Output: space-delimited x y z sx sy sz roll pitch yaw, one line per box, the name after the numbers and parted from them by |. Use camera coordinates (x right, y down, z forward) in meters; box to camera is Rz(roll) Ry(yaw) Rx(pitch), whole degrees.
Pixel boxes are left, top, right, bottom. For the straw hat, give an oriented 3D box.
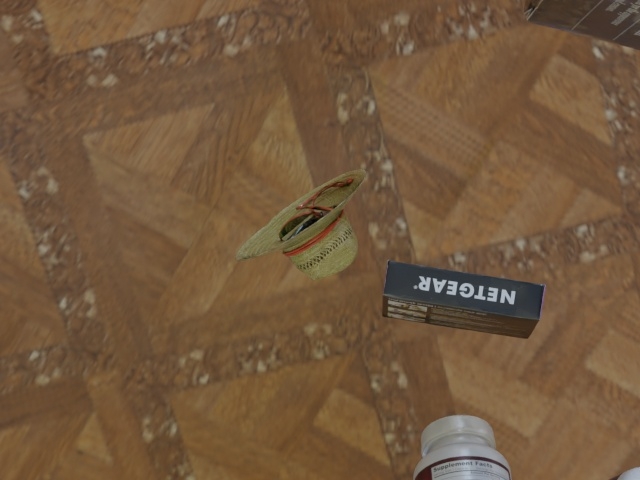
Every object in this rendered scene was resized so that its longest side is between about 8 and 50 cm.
0.000 0.000 1.200 0.144 0.144 0.061 -30 103 13 | straw hat

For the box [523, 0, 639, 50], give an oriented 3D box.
0.386 -0.243 1.042 0.395 0.293 0.212 14 89 1 | box

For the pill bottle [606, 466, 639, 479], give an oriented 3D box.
0.313 0.286 1.385 0.094 0.094 0.169 39 136 -11 | pill bottle

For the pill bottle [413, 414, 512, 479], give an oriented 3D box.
0.123 0.228 1.154 0.086 0.152 0.086 -1 138 -1 | pill bottle

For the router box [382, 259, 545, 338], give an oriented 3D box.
0.161 0.069 1.566 0.179 0.133 0.046 9 77 4 | router box
